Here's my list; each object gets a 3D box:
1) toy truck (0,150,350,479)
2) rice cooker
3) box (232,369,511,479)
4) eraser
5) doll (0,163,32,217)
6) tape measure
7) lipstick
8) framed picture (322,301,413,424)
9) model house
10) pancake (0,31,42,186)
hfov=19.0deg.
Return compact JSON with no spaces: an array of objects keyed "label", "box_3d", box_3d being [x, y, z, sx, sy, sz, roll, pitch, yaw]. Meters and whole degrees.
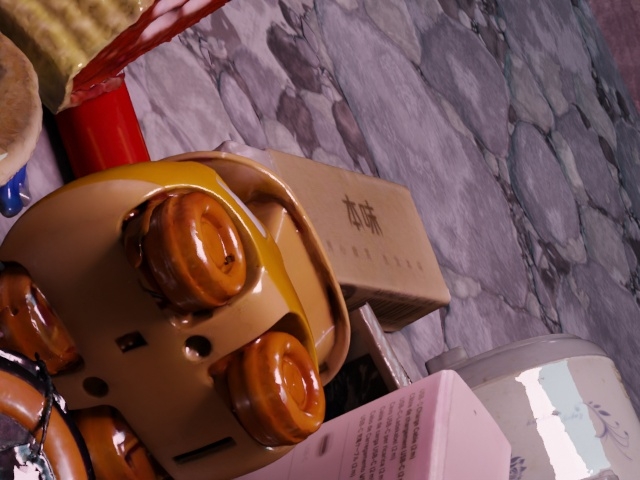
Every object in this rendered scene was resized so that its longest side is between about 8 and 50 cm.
[{"label":"toy truck","box_3d":[-0.107,0.061,1.427,0.288,0.204,0.212,59,23,-22]},{"label":"rice cooker","box_3d":[0.196,0.249,1.762,0.316,0.264,0.317,164,-90,-74]},{"label":"box","box_3d":[0.010,0.231,1.423,0.106,0.251,0.203,51,27,-24]},{"label":"eraser","box_3d":[0.000,0.000,1.844,0.343,0.078,0.144,11,54,-59]},{"label":"doll","box_3d":[-0.258,-0.072,1.438,0.096,0.070,0.195,28,29,-26]},{"label":"tape measure","box_3d":[-0.226,0.166,1.179,0.223,0.135,0.202,-15,87,-59]},{"label":"lipstick","box_3d":[-0.204,-0.149,1.611,0.073,0.073,0.280,11,55,-59]},{"label":"framed picture","box_3d":[0.040,0.204,1.580,0.019,0.209,0.281,-26,87,-42]},{"label":"model house","box_3d":[-0.195,-0.233,1.523,0.196,0.160,0.254,46,59,4]},{"label":"pancake","box_3d":[-0.317,-0.132,1.340,0.282,0.049,0.282,27,42,-27]}]
